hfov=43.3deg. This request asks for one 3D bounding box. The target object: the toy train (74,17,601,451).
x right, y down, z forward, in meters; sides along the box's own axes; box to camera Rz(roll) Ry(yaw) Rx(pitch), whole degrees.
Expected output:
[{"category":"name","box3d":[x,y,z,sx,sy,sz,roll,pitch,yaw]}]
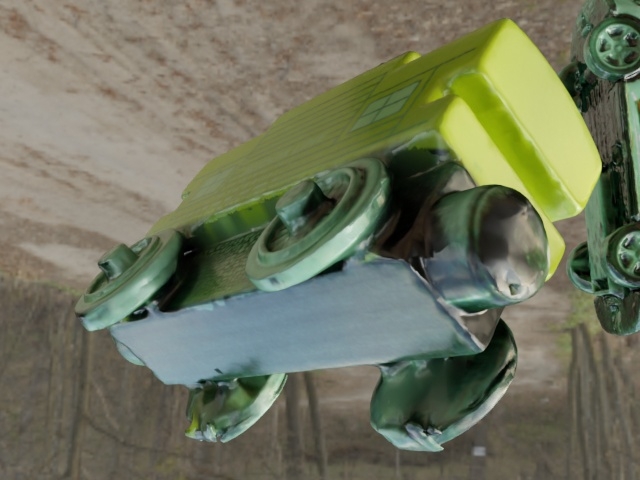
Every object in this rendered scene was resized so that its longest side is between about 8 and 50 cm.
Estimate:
[{"category":"toy train","box3d":[0.000,0.000,0.607,0.442,0.272,0.179,-16,122,50]}]

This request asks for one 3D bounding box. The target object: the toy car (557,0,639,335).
[{"category":"toy car","box3d":[0.287,-0.069,0.718,0.125,0.306,0.136,-2,173,3]}]
